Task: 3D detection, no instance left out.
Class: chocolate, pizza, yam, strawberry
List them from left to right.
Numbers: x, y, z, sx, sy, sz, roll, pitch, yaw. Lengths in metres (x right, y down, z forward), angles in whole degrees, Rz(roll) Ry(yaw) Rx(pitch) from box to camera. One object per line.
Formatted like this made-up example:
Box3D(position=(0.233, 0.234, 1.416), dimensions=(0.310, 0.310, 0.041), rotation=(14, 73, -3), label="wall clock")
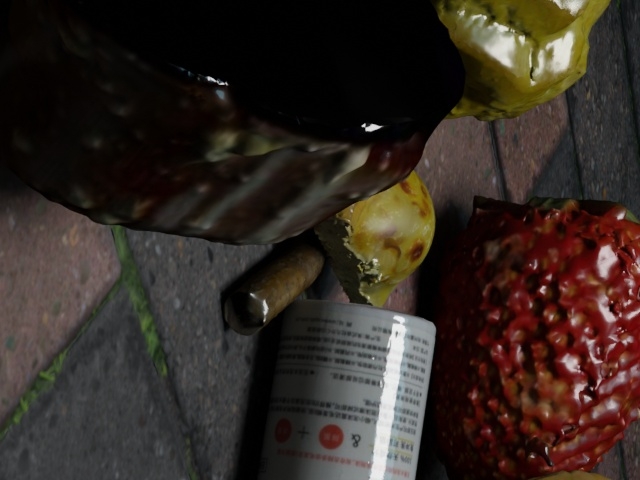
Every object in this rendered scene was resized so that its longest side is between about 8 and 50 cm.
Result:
Box3D(position=(-0.091, -0.109, 1.365), dimensions=(0.340, 0.210, 0.225), rotation=(13, 47, -33), label="chocolate")
Box3D(position=(0.000, 0.000, 1.841), dimensions=(0.045, 0.045, 0.327), rotation=(-53, 175, 34), label="yam")
Box3D(position=(0.070, -0.045, 1.833), dimensions=(0.188, 0.080, 0.204), rotation=(73, 32, -53), label="pizza")
Box3D(position=(0.249, 0.122, 2.110), dimensions=(0.292, 0.292, 0.343), rotation=(44, 52, -58), label="strawberry")

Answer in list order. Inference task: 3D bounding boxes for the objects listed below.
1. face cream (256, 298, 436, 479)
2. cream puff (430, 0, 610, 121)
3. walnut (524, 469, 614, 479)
Box3D(position=(0.008, 0.247, 1.781), dimensions=(0.145, 0.145, 0.369), rotation=(28, 69, -63), label="face cream")
Box3D(position=(0.084, -0.200, 1.559), dimensions=(0.270, 0.274, 0.323), rotation=(-55, 137, -38), label="cream puff")
Box3D(position=(0.226, 0.444, 1.989), dimensions=(0.383, 0.383, 0.383), rotation=(4, 90, -65), label="walnut")
